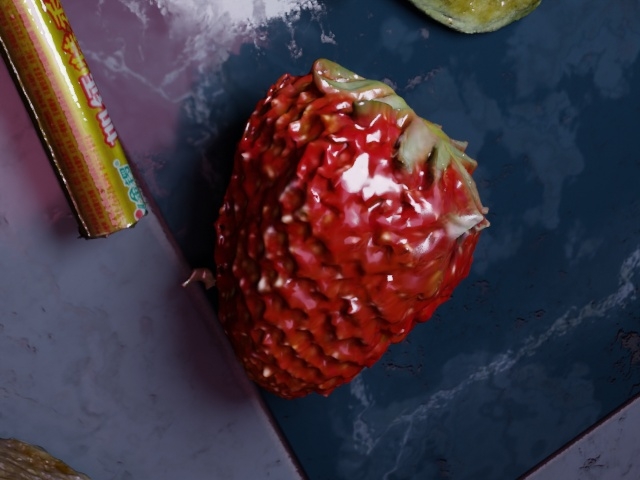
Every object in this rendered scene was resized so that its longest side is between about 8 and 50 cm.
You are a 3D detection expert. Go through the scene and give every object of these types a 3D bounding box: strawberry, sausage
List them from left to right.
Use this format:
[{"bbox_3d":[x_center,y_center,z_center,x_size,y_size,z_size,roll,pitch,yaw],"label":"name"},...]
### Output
[{"bbox_3d":[-0.263,-0.180,0.788,0.082,0.082,0.371,-25,114,-15],"label":"sausage"},{"bbox_3d":[-0.002,-0.002,0.871,0.292,0.292,0.343,35,105,-29],"label":"strawberry"}]

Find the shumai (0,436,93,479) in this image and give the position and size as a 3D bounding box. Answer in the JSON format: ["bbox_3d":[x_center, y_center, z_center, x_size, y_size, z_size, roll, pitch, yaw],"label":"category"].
[{"bbox_3d":[-0.364,0.354,0.827,0.346,0.217,0.283,31,91,-31],"label":"shumai"}]

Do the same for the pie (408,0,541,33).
[{"bbox_3d":[0.183,-0.381,0.925,0.323,0.070,0.323,-8,111,-22],"label":"pie"}]
